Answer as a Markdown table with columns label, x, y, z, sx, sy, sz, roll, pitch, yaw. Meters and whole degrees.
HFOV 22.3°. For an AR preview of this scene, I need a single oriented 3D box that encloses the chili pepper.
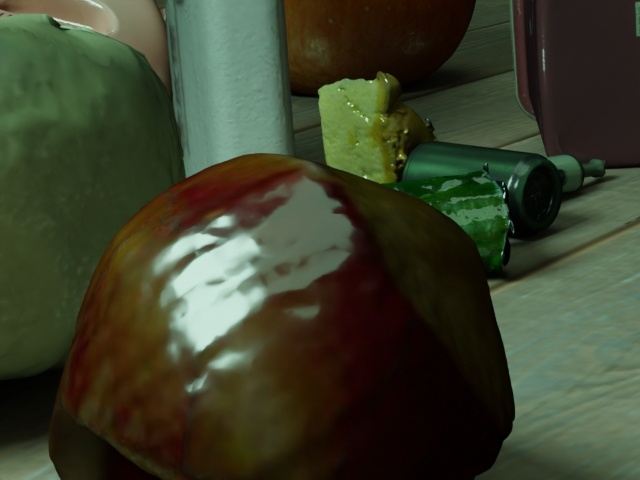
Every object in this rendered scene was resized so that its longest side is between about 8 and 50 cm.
| label | x | y | z | sx | sy | sz | roll | pitch | yaw |
| --- | --- | --- | --- | --- | --- | --- | --- | --- | --- |
| chili pepper | 0.000 | 0.000 | 0.985 | 0.226 | 0.059 | 0.088 | -7 | 19 | -3 |

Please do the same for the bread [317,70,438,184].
| label | x | y | z | sx | sy | sz | roll | pitch | yaw |
| --- | --- | --- | --- | --- | --- | --- | --- | --- | --- |
| bread | 0.049 | -0.072 | 1.156 | 0.084 | 0.109 | 0.080 | 3 | 19 | 42 |

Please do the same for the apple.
| label | x | y | z | sx | sy | sz | roll | pitch | yaw |
| --- | --- | --- | --- | --- | --- | --- | --- | --- | --- |
| apple | 0.036 | -0.256 | 1.684 | 0.251 | 0.206 | 0.272 | 18 | 27 | 31 |

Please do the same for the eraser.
| label | x | y | z | sx | sy | sz | roll | pitch | yaw |
| --- | --- | --- | --- | --- | --- | --- | --- | --- | --- |
| eraser | -0.075 | -0.180 | 1.270 | 0.094 | 0.270 | 0.174 | -8 | 15 | -11 |

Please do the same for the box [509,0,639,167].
| label | x | y | z | sx | sy | sz | roll | pitch | yaw |
| --- | --- | --- | --- | --- | --- | --- | --- | --- | --- |
| box | 0.245 | -0.199 | 1.261 | 0.193 | 0.294 | 0.167 | -4 | 25 | 4 |

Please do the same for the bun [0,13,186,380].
| label | x | y | z | sx | sy | sz | roll | pitch | yaw |
| --- | --- | --- | --- | --- | --- | --- | --- | --- | --- |
| bun | -0.244 | -0.018 | 0.830 | 0.359 | 0.211 | 0.360 | 4 | 6 | 0 |

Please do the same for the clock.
| label | x | y | z | sx | sy | sz | roll | pitch | yaw |
| --- | --- | --- | --- | --- | --- | --- | --- | --- | --- |
| clock | -0.234 | -0.146 | 1.368 | 0.227 | 0.142 | 0.241 | 14 | 25 | 5 |

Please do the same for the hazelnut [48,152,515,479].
| label | x | y | z | sx | sy | sz | roll | pitch | yaw |
| --- | --- | --- | --- | --- | --- | --- | --- | --- | --- |
| hazelnut | -0.010 | 0.055 | 0.625 | 0.170 | 0.161 | 0.202 | 11 | -21 | 8 |

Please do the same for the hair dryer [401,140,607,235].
| label | x | y | z | sx | sy | sz | roll | pitch | yaw |
| --- | --- | --- | --- | --- | --- | --- | --- | --- | --- |
| hair dryer | 0.153 | -0.044 | 1.137 | 0.100 | 0.057 | 0.197 | 10 | 15 | 39 |
